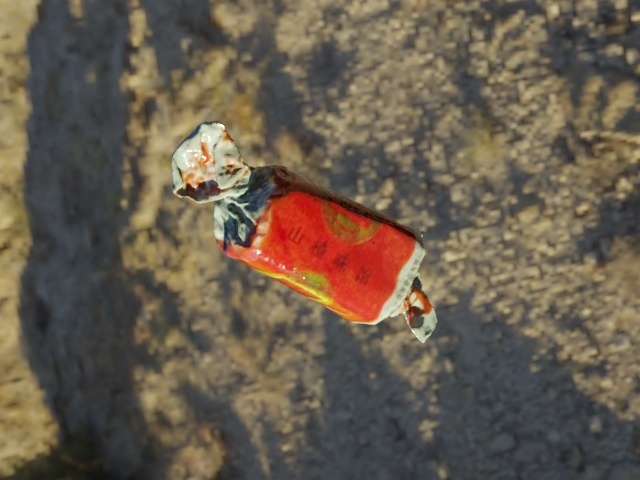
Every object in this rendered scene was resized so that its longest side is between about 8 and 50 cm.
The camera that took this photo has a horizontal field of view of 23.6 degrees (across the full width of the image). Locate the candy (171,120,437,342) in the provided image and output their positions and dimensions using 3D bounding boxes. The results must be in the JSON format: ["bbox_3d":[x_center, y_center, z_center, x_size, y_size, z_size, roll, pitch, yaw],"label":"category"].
[{"bbox_3d":[0.000,0.001,1.134,0.059,0.292,0.086,15,80,52],"label":"candy"}]
